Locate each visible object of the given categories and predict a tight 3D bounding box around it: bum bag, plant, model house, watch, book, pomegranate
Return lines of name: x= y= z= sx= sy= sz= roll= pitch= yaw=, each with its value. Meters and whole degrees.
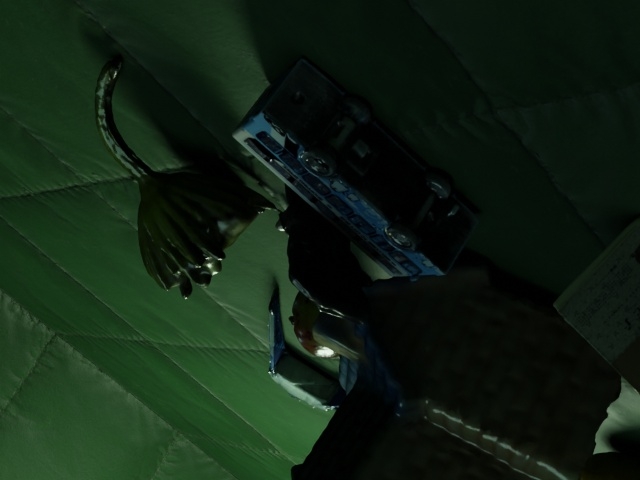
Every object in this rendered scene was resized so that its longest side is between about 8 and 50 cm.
bum bag: x=0.000 y=0.000 z=1.381 sx=0.123 sy=0.248 sz=0.060 roll=32 pitch=116 yaw=-28
plant: x=-0.223 y=-0.091 z=1.601 sx=0.251 sy=0.180 sz=0.333 roll=-34 pitch=94 yaw=36
model house: x=0.135 y=0.288 z=1.489 sx=0.400 sy=0.445 sz=0.395 roll=26 pitch=158 yaw=8
watch: x=-0.031 y=0.214 z=1.997 sx=0.276 sy=0.068 sz=0.274 roll=37 pitch=156 yaw=-11
book: x=0.362 y=0.083 z=1.207 sx=0.199 sy=0.138 sz=0.016 roll=43 pitch=-178 yaw=-24
pomegranate: x=0.031 y=0.123 z=1.701 sx=0.159 sy=0.129 sz=0.129 roll=12 pitch=164 yaw=-24

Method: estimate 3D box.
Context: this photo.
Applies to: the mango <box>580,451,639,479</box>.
mango: x=0.535 y=0.422 z=1.630 sx=0.329 sy=0.176 sz=0.176 roll=42 pitch=138 yaw=21

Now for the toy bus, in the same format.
toy bus: x=0.042 y=-0.077 z=1.312 sx=0.297 sy=0.106 sz=0.131 roll=42 pitch=156 yaw=-17
